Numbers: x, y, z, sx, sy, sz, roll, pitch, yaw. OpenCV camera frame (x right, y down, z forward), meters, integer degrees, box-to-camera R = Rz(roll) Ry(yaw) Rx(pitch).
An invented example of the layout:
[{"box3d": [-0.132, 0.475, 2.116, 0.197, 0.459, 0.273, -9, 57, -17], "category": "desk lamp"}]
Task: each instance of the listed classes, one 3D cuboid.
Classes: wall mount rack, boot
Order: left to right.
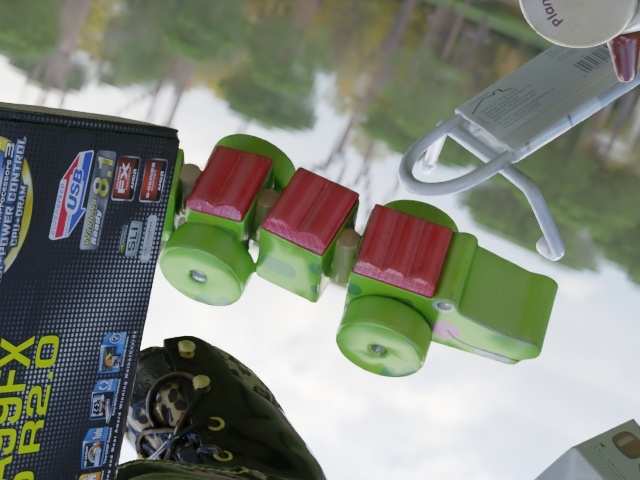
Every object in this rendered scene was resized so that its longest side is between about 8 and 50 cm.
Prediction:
[{"box3d": [-0.092, 0.194, 1.467, 0.377, 0.138, 0.284, 23, -162, -46], "category": "boot"}, {"box3d": [0.222, -0.119, 1.718, 0.130, 0.350, 0.304, 62, 171, -30], "category": "wall mount rack"}]

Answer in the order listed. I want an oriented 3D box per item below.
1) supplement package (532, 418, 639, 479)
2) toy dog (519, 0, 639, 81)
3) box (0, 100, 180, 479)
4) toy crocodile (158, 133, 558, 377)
[{"box3d": [0.283, 0.282, 1.832, 0.139, 0.134, 0.244, 49, -162, 14], "category": "supplement package"}, {"box3d": [0.290, -0.202, 1.279, 0.333, 0.220, 0.161, 0, 134, 38], "category": "toy dog"}, {"box3d": [-0.180, 0.059, 0.979, 0.060, 0.270, 0.216, 14, -175, 28], "category": "box"}, {"box3d": [0.000, 0.000, 1.275, 0.340, 0.115, 0.105, 21, 147, 7], "category": "toy crocodile"}]
